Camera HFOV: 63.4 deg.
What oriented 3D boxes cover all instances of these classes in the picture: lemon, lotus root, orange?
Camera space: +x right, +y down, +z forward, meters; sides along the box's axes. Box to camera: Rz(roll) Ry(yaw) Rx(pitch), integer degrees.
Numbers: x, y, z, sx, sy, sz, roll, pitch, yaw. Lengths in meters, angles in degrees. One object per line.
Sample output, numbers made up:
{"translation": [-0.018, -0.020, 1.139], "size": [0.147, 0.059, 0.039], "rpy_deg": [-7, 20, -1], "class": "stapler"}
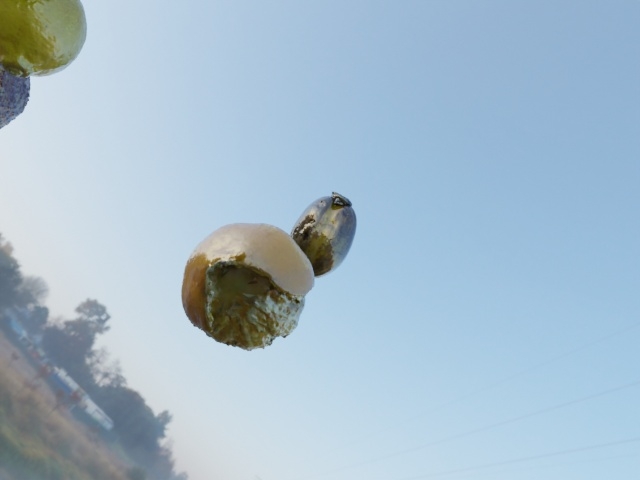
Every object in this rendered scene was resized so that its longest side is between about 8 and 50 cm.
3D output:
{"translation": [-0.187, -0.140, 0.338], "size": [0.062, 0.083, 0.062], "rpy_deg": [5, -23, 2], "class": "lemon"}
{"translation": [0.000, 0.000, 0.999], "size": [0.120, 0.209, 0.120], "rpy_deg": [26, -17, 9], "class": "lotus root"}
{"translation": [-0.086, 0.053, 0.600], "size": [0.156, 0.156, 0.134], "rpy_deg": [38, 2, 10], "class": "orange"}

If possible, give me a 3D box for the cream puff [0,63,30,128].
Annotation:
{"translation": [-0.383, -0.180, 0.549], "size": [0.084, 0.149, 0.149], "rpy_deg": [11, -43, 39], "class": "cream puff"}
